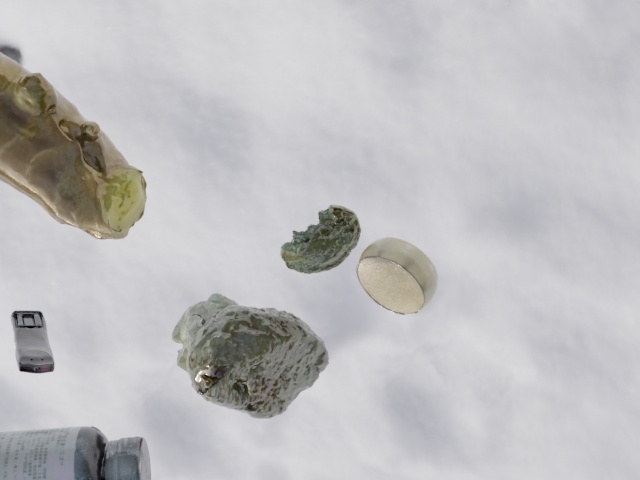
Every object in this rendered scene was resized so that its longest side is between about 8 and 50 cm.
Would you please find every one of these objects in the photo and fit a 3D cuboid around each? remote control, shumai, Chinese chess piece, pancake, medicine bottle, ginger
[{"bbox_3d":[-0.456,0.158,1.740,0.059,0.212,0.028,6,106,-22],"label":"remote control"},{"bbox_3d":[-0.129,0.166,1.776,0.218,0.256,0.189,37,90,38],"label":"shumai"},{"bbox_3d":[0.112,0.051,1.607,0.122,0.051,0.122,24,143,20],"label":"Chinese chess piece"},{"bbox_3d":[0.003,0.004,1.632,0.130,0.022,0.116,-33,140,5],"label":"pancake"},{"bbox_3d":[-0.390,0.336,1.551,0.293,0.141,0.141,-4,107,0],"label":"medicine bottle"},{"bbox_3d":[-0.208,-0.080,0.733,0.206,0.081,0.115,18,104,-3],"label":"ginger"}]
